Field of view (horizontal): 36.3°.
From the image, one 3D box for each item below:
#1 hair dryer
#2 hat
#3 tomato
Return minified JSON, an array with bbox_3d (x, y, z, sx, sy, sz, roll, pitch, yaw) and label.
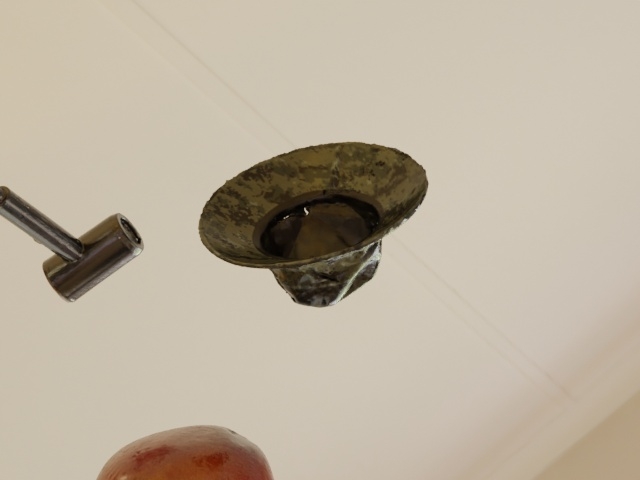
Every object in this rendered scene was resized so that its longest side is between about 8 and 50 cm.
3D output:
[{"bbox_3d":[-0.338,-0.019,1.249,0.128,0.070,0.255,-33,-35,4],"label":"hair dryer"},{"bbox_3d":[0.000,0.000,1.126,0.266,0.265,0.128,-20,-57,-12],"label":"hat"},{"bbox_3d":[-0.137,0.291,1.164,0.233,0.200,0.139,30,-96,-10],"label":"tomato"}]
